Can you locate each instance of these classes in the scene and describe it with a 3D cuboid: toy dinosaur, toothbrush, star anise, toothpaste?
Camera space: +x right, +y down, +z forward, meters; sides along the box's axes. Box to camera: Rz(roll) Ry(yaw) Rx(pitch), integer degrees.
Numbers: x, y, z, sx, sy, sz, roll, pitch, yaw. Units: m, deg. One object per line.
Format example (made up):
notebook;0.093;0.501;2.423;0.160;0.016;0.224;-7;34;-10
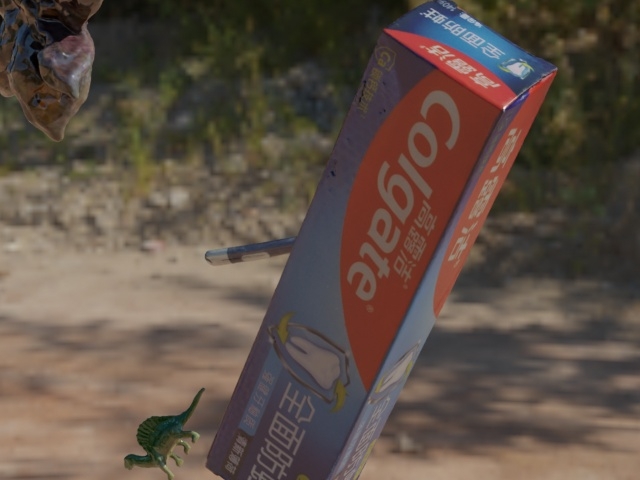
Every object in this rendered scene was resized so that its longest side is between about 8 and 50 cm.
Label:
toy dinosaur;-0.159;0.201;1.838;0.060;0.119;0.029;29;14;-3
toothbrush;0.000;0.000;1.959;0.288;0.024;0.026;-10;42;22
star anise;-0.230;-0.198;1.458;0.073;0.212;0.197;3;17;-30
toothpaste;0.024;0.024;0.939;0.076;0.320;0.066;35;40;16
